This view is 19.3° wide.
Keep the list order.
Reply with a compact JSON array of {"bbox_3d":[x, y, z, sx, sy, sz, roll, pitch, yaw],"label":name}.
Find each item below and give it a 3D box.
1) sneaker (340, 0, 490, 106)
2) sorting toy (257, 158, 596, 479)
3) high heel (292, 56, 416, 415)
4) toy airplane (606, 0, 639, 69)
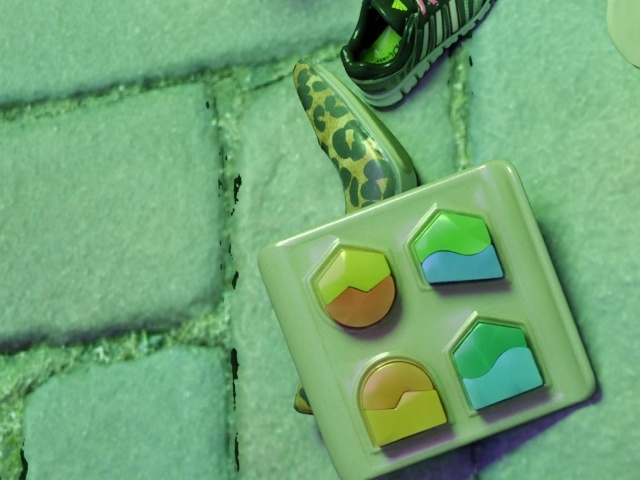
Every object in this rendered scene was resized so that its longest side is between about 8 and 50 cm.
[{"bbox_3d":[0.076,-0.182,1.482,0.170,0.075,0.063,-50,62,11],"label":"sneaker"},{"bbox_3d":[0.077,0.062,1.398,0.208,0.038,0.193,-21,91,7],"label":"sorting toy"},{"bbox_3d":[0.000,0.000,1.474,0.186,0.093,0.261,-37,75,11],"label":"high heel"},{"bbox_3d":[0.289,-0.359,1.290,0.386,0.272,0.384,-34,80,25],"label":"toy airplane"}]
